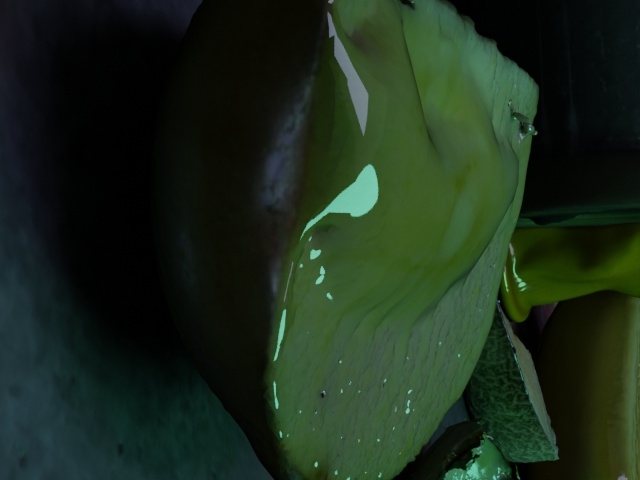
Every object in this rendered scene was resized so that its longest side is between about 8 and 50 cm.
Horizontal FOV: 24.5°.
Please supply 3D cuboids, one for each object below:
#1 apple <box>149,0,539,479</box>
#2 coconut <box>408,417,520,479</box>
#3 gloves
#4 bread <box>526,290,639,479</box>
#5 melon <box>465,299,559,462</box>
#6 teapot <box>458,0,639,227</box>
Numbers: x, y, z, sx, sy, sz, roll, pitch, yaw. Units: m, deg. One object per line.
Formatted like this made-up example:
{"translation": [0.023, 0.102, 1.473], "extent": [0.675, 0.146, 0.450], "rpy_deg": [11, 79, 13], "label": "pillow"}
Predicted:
{"translation": [0.000, 0.000, 0.571], "extent": [0.265, 0.120, 0.193], "rpy_deg": [11, 91, -68], "label": "apple"}
{"translation": [0.073, 0.166, 0.852], "extent": [0.158, 0.055, 0.133], "rpy_deg": [-56, 143, -57], "label": "coconut"}
{"translation": [0.281, 0.001, 1.103], "extent": [0.133, 0.294, 0.116], "rpy_deg": [-20, 107, -71], "label": "gloves"}
{"translation": [0.217, 0.140, 1.206], "extent": [0.147, 0.098, 0.217], "rpy_deg": [73, 22, -54], "label": "bread"}
{"translation": [0.125, 0.077, 1.022], "extent": [0.182, 0.054, 0.098], "rpy_deg": [59, 30, -53], "label": "melon"}
{"translation": [0.181, -0.177, 0.994], "extent": [0.270, 0.200, 0.337], "rpy_deg": [5, 82, -74], "label": "teapot"}
